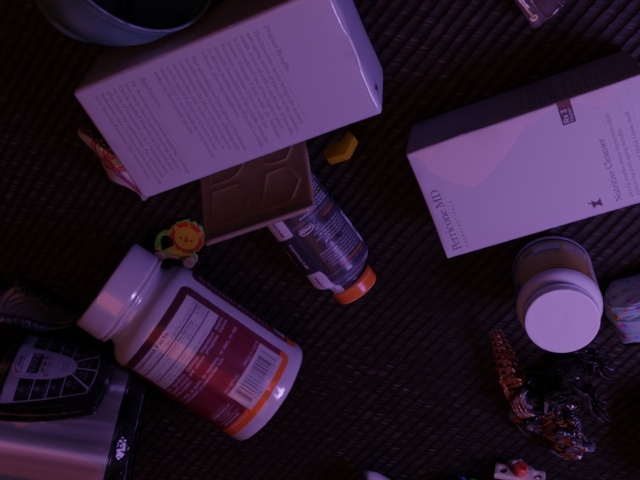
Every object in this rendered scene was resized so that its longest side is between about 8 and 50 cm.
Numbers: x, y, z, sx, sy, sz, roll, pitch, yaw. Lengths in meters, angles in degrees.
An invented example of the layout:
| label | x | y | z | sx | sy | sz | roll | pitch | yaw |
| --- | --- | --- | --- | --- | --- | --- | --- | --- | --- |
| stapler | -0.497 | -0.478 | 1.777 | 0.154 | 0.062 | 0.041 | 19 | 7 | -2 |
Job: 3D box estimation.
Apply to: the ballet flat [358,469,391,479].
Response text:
| label | x | y | z | sx | sy | sz | roll | pitch | yaw |
| --- | --- | --- | --- | --- | --- | --- | --- | --- | --- |
| ballet flat | 0.187 | 0.638 | 1.799 | 0.139 | 0.139 | 0.400 | -9 | 117 | 14 |

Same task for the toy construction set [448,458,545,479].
| label | x | y | z | sx | sy | sz | roll | pitch | yaw |
| --- | --- | --- | --- | --- | --- | --- | --- | --- | --- |
| toy construction set | 0.354 | 0.602 | 1.724 | 0.215 | 0.151 | 0.328 | 17 | 111 | 30 |

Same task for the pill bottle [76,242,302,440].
| label | x | y | z | sx | sy | sz | roll | pitch | yaw |
| --- | --- | --- | --- | --- | --- | --- | --- | --- | --- |
| pill bottle | -0.251 | 0.191 | 1.585 | 0.392 | 0.224 | 0.224 | 36 | 116 | -11 |

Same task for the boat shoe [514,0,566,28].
| label | x | y | z | sx | sy | sz | roll | pitch | yaw |
| --- | --- | --- | --- | --- | --- | --- | --- | --- | --- |
| boat shoe | 0.254 | -0.461 | 1.263 | 0.324 | 0.116 | 0.097 | 37 | 113 | -15 |

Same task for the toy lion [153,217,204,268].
| label | x | y | z | sx | sy | sz | roll | pitch | yaw |
| --- | --- | --- | --- | --- | --- | --- | --- | --- | --- |
| toy lion | -0.276 | 0.001 | 1.620 | 0.100 | 0.034 | 0.096 | 10 | 109 | 6 |

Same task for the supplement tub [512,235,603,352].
| label | x | y | z | sx | sy | sz | roll | pitch | yaw |
| --- | --- | --- | --- | --- | --- | --- | --- | --- | --- |
| supplement tub | 0.414 | 0.092 | 1.445 | 0.144 | 0.200 | 0.144 | 4 | 115 | 8 |

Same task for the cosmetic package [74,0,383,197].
| label | x | y | z | sx | sy | sz | roll | pitch | yaw |
| --- | --- | --- | --- | --- | --- | --- | --- | --- | --- |
| cosmetic package | -0.145 | -0.266 | 1.375 | 0.453 | 0.161 | 0.230 | -17 | 123 | 17 |

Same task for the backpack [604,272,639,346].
| label | x | y | z | sx | sy | sz | roll | pitch | yaw |
| --- | --- | --- | --- | --- | --- | --- | --- | --- | --- |
| backpack | 0.604 | 0.115 | 1.467 | 0.182 | 0.152 | 0.115 | -19 | 105 | 31 |

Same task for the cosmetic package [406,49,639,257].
| label | x | y | z | sx | sy | sz | roll | pitch | yaw |
| --- | --- | --- | --- | --- | --- | --- | --- | --- | --- |
| cosmetic package | 0.357 | -0.140 | 1.371 | 0.385 | 0.156 | 0.217 | -20 | 112 | 17 |

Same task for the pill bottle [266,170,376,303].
| label | x | y | z | sx | sy | sz | roll | pitch | yaw |
| --- | --- | --- | --- | --- | --- | --- | --- | --- | --- |
| pill bottle | 0.000 | 0.000 | 1.513 | 0.130 | 0.130 | 0.246 | -32 | 106 | 22 |

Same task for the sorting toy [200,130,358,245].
| label | x | y | z | sx | sy | sz | roll | pitch | yaw |
| --- | --- | --- | --- | --- | --- | --- | --- | --- | --- |
| sorting toy | -0.070 | -0.123 | 1.434 | 0.307 | 0.229 | 0.041 | -18 | 146 | 17 |

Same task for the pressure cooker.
| label | x | y | z | sx | sy | sz | roll | pitch | yaw |
| --- | --- | --- | --- | --- | --- | --- | --- | --- | --- |
| pressure cooker | -0.568 | 0.381 | 1.630 | 0.420 | 0.370 | 0.375 | 12 | 77 | -6 |

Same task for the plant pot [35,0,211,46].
| label | x | y | z | sx | sy | sz | roll | pitch | yaw |
| --- | --- | --- | --- | --- | --- | --- | --- | --- | --- |
| plant pot | -0.341 | -0.432 | 1.309 | 0.196 | 0.293 | 0.293 | -18 | 113 | 46 |

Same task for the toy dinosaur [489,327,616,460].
| label | x | y | z | sx | sy | sz | roll | pitch | yaw |
| --- | --- | --- | --- | --- | --- | --- | --- | --- | --- |
| toy dinosaur | 0.434 | 0.301 | 1.578 | 0.322 | 0.164 | 0.218 | 33 | 135 | -30 |

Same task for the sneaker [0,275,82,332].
| label | x | y | z | sx | sy | sz | roll | pitch | yaw |
| --- | --- | --- | --- | --- | --- | --- | --- | --- | --- |
| sneaker | -0.601 | 0.127 | 1.708 | 0.223 | 0.083 | 0.098 | 6 | 111 | 8 |

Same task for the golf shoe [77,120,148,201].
| label | x | y | z | sx | sy | sz | roll | pitch | yaw |
| --- | --- | --- | --- | --- | --- | --- | --- | --- | --- |
| golf shoe | -0.385 | -0.146 | 1.547 | 0.186 | 0.067 | 0.086 | 39 | 117 | -10 |
